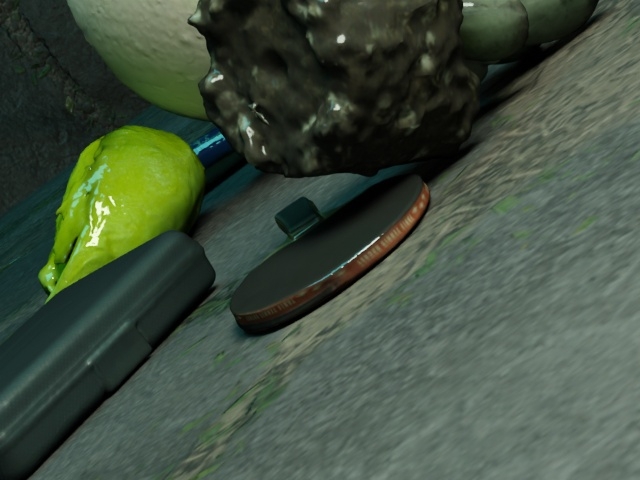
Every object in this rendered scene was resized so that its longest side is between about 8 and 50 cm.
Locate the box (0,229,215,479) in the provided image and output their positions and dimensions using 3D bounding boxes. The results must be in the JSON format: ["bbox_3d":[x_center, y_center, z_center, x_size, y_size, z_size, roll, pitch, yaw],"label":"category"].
[{"bbox_3d":[-0.178,0.086,1.091,0.160,0.050,0.230,-26,14,43],"label":"box"}]

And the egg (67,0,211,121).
[{"bbox_3d":[0.010,-0.277,1.348,0.340,0.354,0.354,-5,29,41],"label":"egg"}]

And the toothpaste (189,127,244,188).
[{"bbox_3d":[-0.091,-0.084,1.604,0.268,0.047,0.069,-34,-3,-9],"label":"toothpaste"}]

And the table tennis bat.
[{"bbox_3d":[0.000,0.000,0.983,0.130,0.019,0.220,-35,12,-1],"label":"table tennis bat"}]

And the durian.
[{"bbox_3d":[-0.155,-0.017,1.369,0.250,0.101,0.139,-65,-5,-70],"label":"durian"}]

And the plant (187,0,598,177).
[{"bbox_3d":[0.057,-0.124,1.027,0.146,0.149,0.274,25,30,31],"label":"plant"}]
